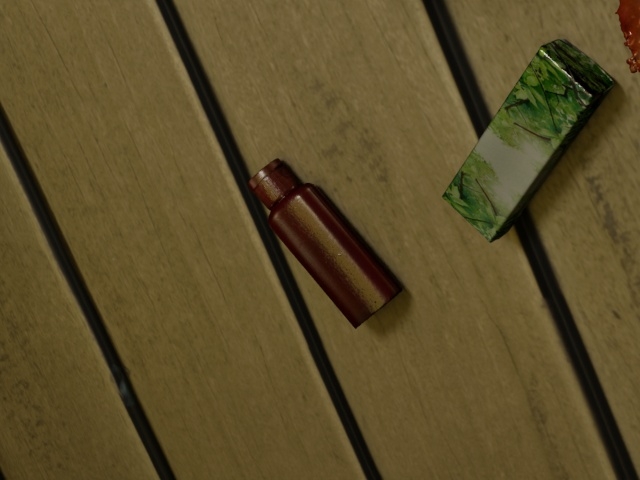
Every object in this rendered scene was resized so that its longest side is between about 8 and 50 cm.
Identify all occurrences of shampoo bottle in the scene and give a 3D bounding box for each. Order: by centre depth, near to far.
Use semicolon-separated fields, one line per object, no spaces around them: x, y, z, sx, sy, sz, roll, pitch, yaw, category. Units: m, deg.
0.000;0.000;2.231;0.260;0.064;0.102;49;134;4;shampoo bottle

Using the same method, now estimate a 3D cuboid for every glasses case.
0.258;-0.123;1.971;0.095;0.062;0.272;46;133;15;glasses case

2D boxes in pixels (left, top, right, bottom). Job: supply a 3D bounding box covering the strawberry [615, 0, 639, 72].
0.417;-0.288;1.735;0.174;0.098;0.228;16;126;30;strawberry
